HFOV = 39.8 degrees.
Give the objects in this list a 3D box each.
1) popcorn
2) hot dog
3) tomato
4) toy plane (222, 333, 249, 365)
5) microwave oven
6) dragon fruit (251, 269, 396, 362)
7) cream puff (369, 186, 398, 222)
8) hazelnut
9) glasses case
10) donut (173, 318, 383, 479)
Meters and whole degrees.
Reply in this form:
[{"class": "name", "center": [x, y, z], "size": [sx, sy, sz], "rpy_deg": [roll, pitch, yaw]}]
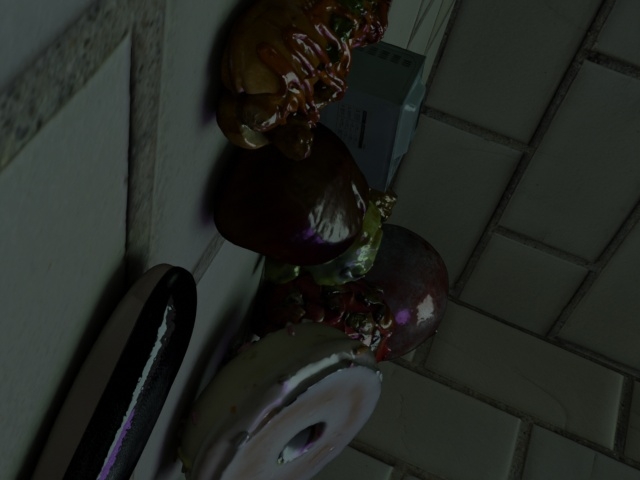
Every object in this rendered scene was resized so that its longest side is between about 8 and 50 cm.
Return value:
[{"class": "popcorn", "center": [0.000, 0.000, 1.494], "size": [0.212, 0.198, 0.198], "rpy_deg": [-25, 153, -25]}, {"class": "hot dog", "center": [0.006, -0.221, 0.914], "size": [0.158, 0.117, 0.349], "rpy_deg": [106, 10, -46]}, {"class": "tomato", "center": [0.129, 0.114, 1.970], "size": [0.283, 0.316, 0.317], "rpy_deg": [60, 42, -35]}, {"class": "toy plane", "center": [-0.152, 0.221, 1.565], "size": [0.102, 0.040, 0.111], "rpy_deg": [-54, 167, -58]}, {"class": "microwave oven", "center": [0.072, -0.201, 1.384], "size": [0.208, 0.162, 0.122], "rpy_deg": [97, 16, -55]}, {"class": "dragon fruit", "center": [-0.008, 0.177, 1.702], "size": [0.291, 0.250, 0.269], "rpy_deg": [-2, 110, -58]}, {"class": "cream puff", "center": [0.097, -0.101, 2.033], "size": [0.115, 0.150, 0.165], "rpy_deg": [-46, -144, 16]}, {"class": "hazelnut", "center": [-0.038, -0.052, 1.036], "size": [0.204, 0.177, 0.178], "rpy_deg": [-46, 160, -59]}, {"class": "glasses case", "center": [-0.196, 0.167, 0.810], "size": [0.122, 0.075, 0.315], "rpy_deg": [55, 58, -81]}, {"class": "donut", "center": [-0.070, 0.288, 1.468], "size": [0.382, 0.142, 0.383], "rpy_deg": [-30, 146, -22]}]
